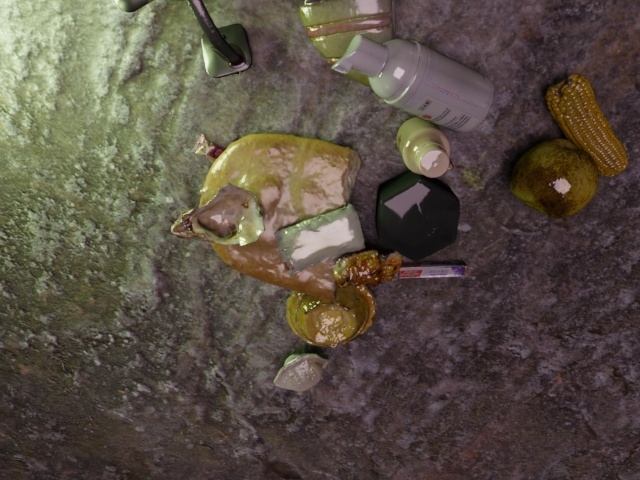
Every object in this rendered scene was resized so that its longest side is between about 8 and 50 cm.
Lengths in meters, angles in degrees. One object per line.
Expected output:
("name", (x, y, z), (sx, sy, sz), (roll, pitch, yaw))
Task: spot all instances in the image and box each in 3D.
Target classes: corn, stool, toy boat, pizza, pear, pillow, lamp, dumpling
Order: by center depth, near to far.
("lamp", (-0.287, -0.462, 0.965), (0.203, 0.283, 0.125), (-11, 77, 10))
("toy boat", (0.081, -0.504, 1.013), (0.276, 0.111, 0.294), (14, 126, 3))
("corn", (0.665, -0.273, 1.101), (0.102, 0.102, 0.313), (-36, 111, 18))
("pear", (0.589, -0.159, 1.110), (0.197, 0.197, 0.197), (1, 116, 2))
("pillow", (0.000, 0.000, 1.148), (0.229, 0.051, 0.128), (-20, 102, 7))
("stool", (0.255, -0.074, 1.192), (0.232, 0.141, 0.232), (1, 117, 3))
("pizza", (0.139, 0.087, 1.218), (0.161, 0.305, 0.086), (-30, 69, 34))
("dumpling", (-0.062, 0.427, 1.478), (0.176, 0.092, 0.150), (5, 119, -1))

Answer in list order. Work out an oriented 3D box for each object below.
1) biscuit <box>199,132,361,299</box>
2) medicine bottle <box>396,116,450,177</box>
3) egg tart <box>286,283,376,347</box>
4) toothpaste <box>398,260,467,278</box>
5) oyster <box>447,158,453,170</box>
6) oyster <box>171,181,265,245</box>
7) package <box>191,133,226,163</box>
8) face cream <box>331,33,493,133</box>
("biscuit", (-0.111, -0.081, 1.205), (0.446, 0.104, 0.429), (17, 110, 0))
("medicine bottle", (0.250, -0.218, 1.059), (0.114, 0.252, 0.114), (1, 115, 2))
("egg tart", (0.033, 0.232, 1.370), (0.290, 0.115, 0.290), (1, 118, 2))
("toothpaste", (0.333, 0.090, 1.327), (0.196, 0.040, 0.047), (-2, 114, 4))
("oyster", (0.318, -0.208, 1.190), (0.083, 0.019, 0.054), (17, 115, -6))
("oyster", (-0.262, -0.055, 1.147), (0.232, 0.107, 0.162), (-13, 93, 7))
("package", (-0.298, -0.240, 1.197), (0.083, 0.029, 0.059), (30, 108, -24))
("face cream", (0.203, -0.366, 0.991), (0.369, 0.145, 0.145), (14, 118, -26))
